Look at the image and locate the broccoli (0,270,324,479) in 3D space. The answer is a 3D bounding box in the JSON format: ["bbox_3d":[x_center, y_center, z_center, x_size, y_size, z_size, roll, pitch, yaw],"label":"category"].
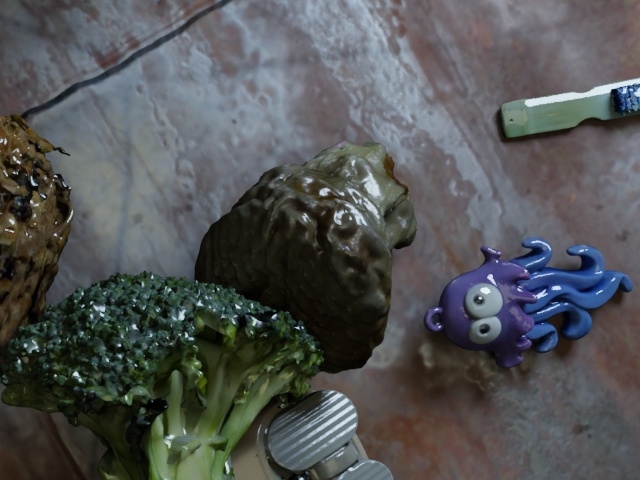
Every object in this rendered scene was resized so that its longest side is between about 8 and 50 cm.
[{"bbox_3d":[-0.102,0.199,1.189,0.221,0.252,0.361,-6,108,8],"label":"broccoli"}]

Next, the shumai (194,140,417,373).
[{"bbox_3d":[0.000,0.000,1.296,0.166,0.206,0.175,33,48,-4],"label":"shumai"}]

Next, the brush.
[{"bbox_3d":[0.247,-0.120,1.393,0.179,0.030,0.033,-11,101,-11],"label":"brush"}]

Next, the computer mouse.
[{"bbox_3d":[-0.059,0.223,1.305,0.236,0.082,0.145,-27,93,-9],"label":"computer mouse"}]

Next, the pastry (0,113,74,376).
[{"bbox_3d":[-0.305,0.007,1.186,0.193,0.275,0.275,23,85,7],"label":"pastry"}]

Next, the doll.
[{"bbox_3d":[0.182,0.050,1.362,0.206,0.067,0.110,-13,100,-21],"label":"doll"}]
